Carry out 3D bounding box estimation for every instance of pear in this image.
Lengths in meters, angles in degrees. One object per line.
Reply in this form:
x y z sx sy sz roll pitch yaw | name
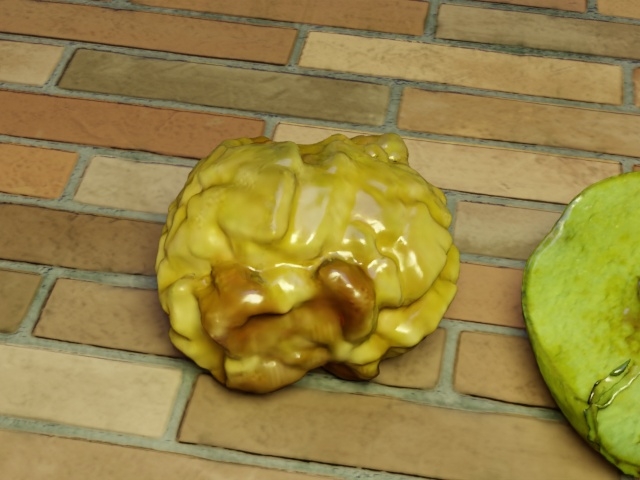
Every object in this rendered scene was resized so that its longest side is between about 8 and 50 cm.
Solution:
0.284 0.067 1.241 0.238 0.164 0.255 -41 36 -3 | pear

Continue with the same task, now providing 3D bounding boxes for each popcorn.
0.000 0.000 1.265 0.265 0.225 0.332 11 29 18 | popcorn
